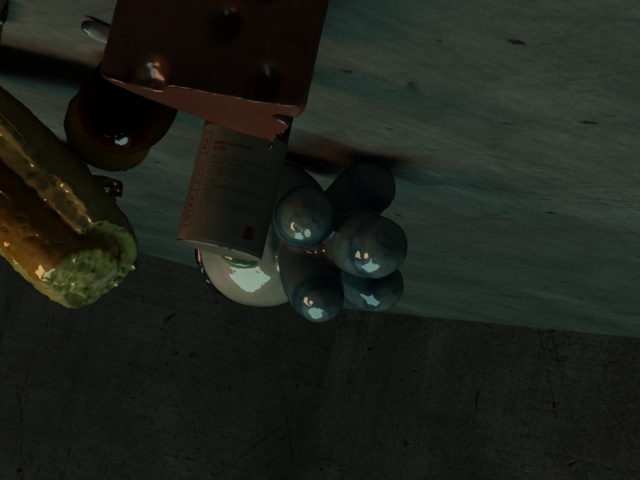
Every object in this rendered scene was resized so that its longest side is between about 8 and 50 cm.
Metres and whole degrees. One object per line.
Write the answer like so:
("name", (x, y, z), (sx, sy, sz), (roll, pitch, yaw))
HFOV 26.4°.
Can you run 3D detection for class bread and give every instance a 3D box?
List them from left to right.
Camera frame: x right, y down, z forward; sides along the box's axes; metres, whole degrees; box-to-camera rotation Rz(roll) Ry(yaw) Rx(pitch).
("bread", (-0.407, -0.084, 1.777), (0.375, 0.165, 0.236), (42, 176, 14))

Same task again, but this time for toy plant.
("toy plant", (0.000, 0.000, 1.936), (0.247, 0.247, 0.332), (19, 174, -41))

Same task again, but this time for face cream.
("face cream", (-0.087, -0.091, 1.490), (0.095, 0.214, 0.096), (13, 173, 2))

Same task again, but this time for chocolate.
("chocolate", (-0.231, -0.170, 1.674), (0.124, 0.127, 0.133), (42, -164, 16))

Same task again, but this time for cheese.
("cheese", (-0.103, -0.173, 1.233), (0.177, 0.128, 0.203), (14, 174, -9))

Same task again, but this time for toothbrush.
("toothbrush", (-0.146, -0.199, 1.538), (0.269, 0.021, 0.027), (17, 166, -28))

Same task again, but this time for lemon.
("lemon", (-0.279, -0.148, 1.811), (0.114, 0.114, 0.155), (11, 167, 15))

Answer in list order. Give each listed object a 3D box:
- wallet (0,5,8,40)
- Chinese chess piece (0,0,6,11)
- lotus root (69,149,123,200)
("wallet", (-0.447, -0.267, 1.507), (0.198, 0.031, 0.110), (15, 173, -13))
("Chinese chess piece", (-0.393, -0.259, 1.179), (0.257, 0.104, 0.257), (12, 172, 2))
("lotus root", (-0.520, -0.099, 2.407), (0.342, 0.152, 0.169), (11, 137, 6))
